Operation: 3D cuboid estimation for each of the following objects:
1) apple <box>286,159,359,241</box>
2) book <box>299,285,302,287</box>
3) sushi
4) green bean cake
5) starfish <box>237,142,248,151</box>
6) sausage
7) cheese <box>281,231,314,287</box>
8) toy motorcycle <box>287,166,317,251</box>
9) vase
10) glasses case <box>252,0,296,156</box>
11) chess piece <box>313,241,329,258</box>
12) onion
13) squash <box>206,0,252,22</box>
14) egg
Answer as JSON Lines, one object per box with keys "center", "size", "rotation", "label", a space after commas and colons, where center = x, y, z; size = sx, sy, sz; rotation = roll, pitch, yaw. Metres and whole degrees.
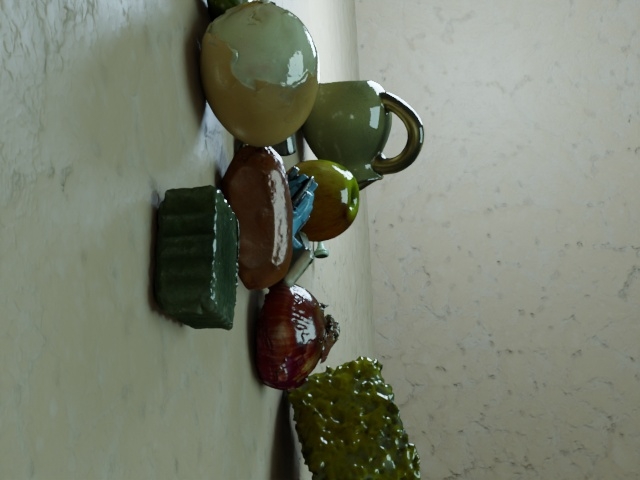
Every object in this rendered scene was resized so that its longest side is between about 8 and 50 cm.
{"center": [-0.002, -0.093, 2.172], "size": [0.196, 0.196, 0.196], "rotation": [-3, 90, -81], "label": "apple"}
{"center": [-0.054, 0.234, 2.211], "size": [0.228, 0.024, 0.160], "rotation": [-79, 164, -56], "label": "book"}
{"center": [0.089, 0.486, 2.059], "size": [0.396, 0.240, 0.351], "rotation": [-113, -174, -45], "label": "sushi"}
{"center": [-0.171, 0.030, 1.356], "size": [0.185, 0.094, 0.183], "rotation": [56, 32, -73], "label": "green bean cake"}
{"center": [-0.142, -0.223, 1.786], "size": [0.176, 0.053, 0.208], "rotation": [47, 34, -60], "label": "starfish"}
{"center": [-0.108, -0.043, 1.669], "size": [0.133, 0.133, 0.258], "rotation": [-10, 96, -81], "label": "sausage"}
{"center": [-0.050, 0.032, 1.926], "size": [0.085, 0.034, 0.400], "rotation": [-54, -173, 2], "label": "cheese"}
{"center": [-0.072, -0.050, 1.849], "size": [0.182, 0.123, 0.272], "rotation": [-53, -177, 0], "label": "toy motorcycle"}
{"center": [0.109, -0.261, 2.434], "size": [0.241, 0.329, 0.302], "rotation": [-14, 102, -64], "label": "vase"}
{"center": [-0.103, -0.321, 1.872], "size": [0.114, 0.060, 0.299], "rotation": [32, -45, 55], "label": "glasses case"}
{"center": [0.000, 0.000, 2.570], "size": [0.042, 0.042, 0.093], "rotation": [64, 20, -67], "label": "chess piece"}
{"center": [-0.042, 0.189, 1.880], "size": [0.230, 0.163, 0.230], "rotation": [2, 90, -88], "label": "onion"}
{"center": [-0.146, -0.385, 1.665], "size": [0.331, 0.087, 0.087], "rotation": [62, 27, -68], "label": "squash"}
{"center": [-0.100, -0.269, 1.571], "size": [0.201, 0.201, 0.244], "rotation": [-82, 174, -50], "label": "egg"}
